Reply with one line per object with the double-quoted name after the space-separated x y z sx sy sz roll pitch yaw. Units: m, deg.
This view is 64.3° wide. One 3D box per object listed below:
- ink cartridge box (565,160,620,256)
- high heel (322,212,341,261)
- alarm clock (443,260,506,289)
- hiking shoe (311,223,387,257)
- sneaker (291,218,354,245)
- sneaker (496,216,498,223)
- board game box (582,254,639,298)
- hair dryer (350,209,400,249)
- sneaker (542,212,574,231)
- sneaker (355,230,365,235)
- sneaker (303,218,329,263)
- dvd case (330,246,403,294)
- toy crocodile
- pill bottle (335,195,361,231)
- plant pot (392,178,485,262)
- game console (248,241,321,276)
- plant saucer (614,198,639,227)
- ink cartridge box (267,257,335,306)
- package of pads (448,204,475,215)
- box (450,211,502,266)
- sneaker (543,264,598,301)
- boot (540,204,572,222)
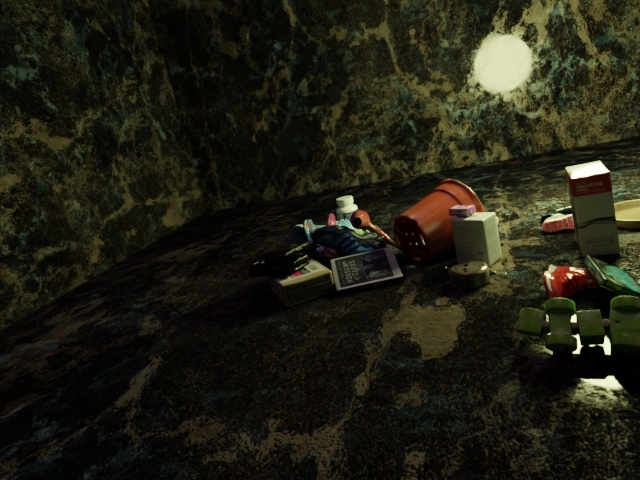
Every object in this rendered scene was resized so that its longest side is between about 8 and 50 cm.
0.897 -0.105 1.685 0.114 0.272 0.197 -10 14 23 "ink cartridge box"
0.074 -0.007 2.157 0.117 0.082 0.244 11 50 -9 "high heel"
0.499 0.107 1.646 0.192 0.064 0.129 -3 17 21 "alarm clock"
0.104 0.024 1.986 0.304 0.113 0.132 9 61 13 "hiking shoe"
0.026 -0.035 2.444 0.319 0.127 0.208 15 32 41 "sneaker"
0.677 -0.076 2.166 0.152 0.058 0.085 -17 21 -34 "sneaker"
0.787 0.103 1.360 0.126 0.026 0.186 24 22 5 "board game box"
0.220 -0.055 2.074 0.294 0.080 0.224 19 9 -45 "hair dryer"
0.936 -0.077 1.947 0.170 0.063 0.075 -12 20 23 "sneaker"
0.170 0.010 2.176 0.124 0.109 0.295 -11 16 5 "sneaker"
0.000 0.000 2.263 0.125 0.104 0.262 -15 47 -8 "sneaker"
0.163 0.108 1.854 0.239 0.029 0.179 -12 37 0 "dvd case"
0.617 0.197 1.145 0.341 0.105 0.115 -4 59 27 "toy crocodile"
0.137 -0.123 2.543 0.112 0.186 0.112 -11 15 3 "pill bottle"
0.440 -0.059 1.957 0.265 0.272 0.272 -28 20 -23 "plant pot"
-0.103 0.066 2.000 0.213 0.044 0.361 -5 14 35 "game console"
1.186 -0.099 1.872 0.278 0.041 0.278 -11 15 3 "plant saucer"
-0.077 0.151 1.898 0.193 0.088 0.235 -16 15 -17 "ink cartridge box"
0.503 -0.106 1.809 0.050 0.032 0.083 -26 18 -35 "package of pads"
0.549 -0.006 1.797 0.091 0.170 0.130 -26 20 -38 "box"
0.692 0.115 1.404 0.128 0.087 0.221 -6 17 29 "sneaker"
0.964 -0.107 2.075 0.121 0.045 0.099 -9 11 42 "boot"
